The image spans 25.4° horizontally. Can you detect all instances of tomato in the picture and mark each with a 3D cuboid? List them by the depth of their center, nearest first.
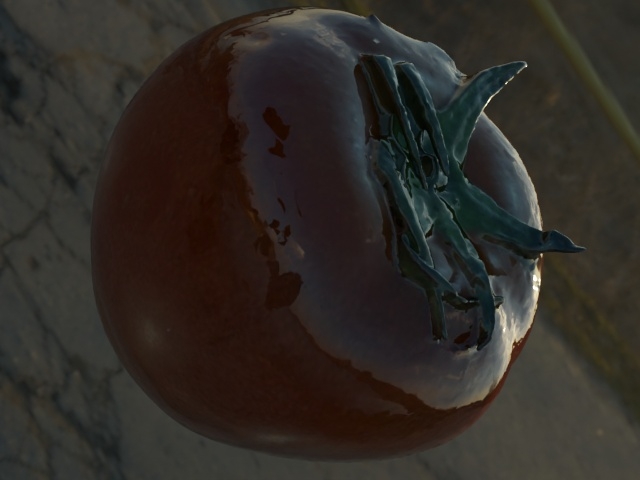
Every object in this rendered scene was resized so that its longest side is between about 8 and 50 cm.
[{"bbox_3d":[0.000,0.000,0.770,0.256,0.224,0.256,21,56,-36],"label":"tomato"}]
